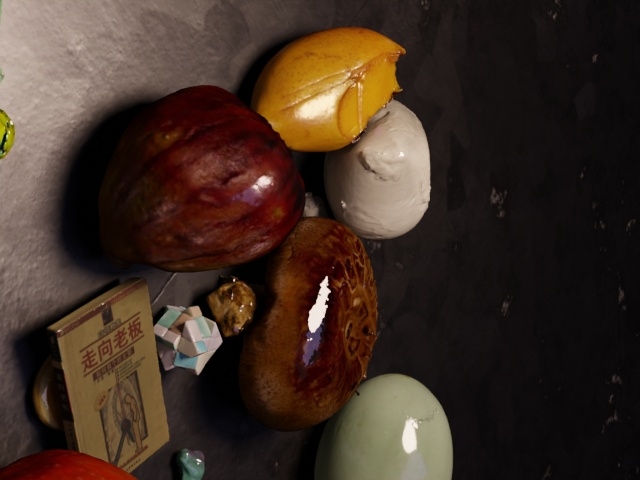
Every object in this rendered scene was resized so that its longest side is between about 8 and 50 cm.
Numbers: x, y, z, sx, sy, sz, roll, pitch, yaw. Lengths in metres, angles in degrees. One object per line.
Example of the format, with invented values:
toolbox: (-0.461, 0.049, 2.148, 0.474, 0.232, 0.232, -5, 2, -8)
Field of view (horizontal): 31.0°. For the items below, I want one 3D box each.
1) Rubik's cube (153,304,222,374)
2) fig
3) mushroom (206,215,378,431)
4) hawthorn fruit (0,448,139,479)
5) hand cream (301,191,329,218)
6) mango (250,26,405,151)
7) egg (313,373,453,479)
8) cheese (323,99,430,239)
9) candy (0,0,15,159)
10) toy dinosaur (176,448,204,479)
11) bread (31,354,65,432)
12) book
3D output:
Rubik's cube: (-0.172, 0.123, 1.451, 0.073, 0.075, 0.084, 81, 22, -48)
fig: (-0.137, -0.066, 1.364, 0.263, 0.224, 0.224, -30, 118, -37)
mushroom: (-0.020, 0.113, 1.564, 0.278, 0.163, 0.297, 24, 73, -50)
hawthorn fruit: (-0.300, 0.344, 1.211, 0.330, 0.287, 0.287, 44, 52, 5)
hand cream: (0.000, 0.000, 1.684, 0.057, 0.037, 0.165, -45, 135, -37)
mango: (0.001, -0.204, 1.572, 0.252, 0.126, 0.153, -33, 110, -35)
egg: (0.093, 0.337, 1.704, 0.203, 0.203, 0.282, 17, 87, -50)
cheese: (0.081, -0.093, 1.650, 0.198, 0.154, 0.189, -92, 172, -60)
candy: (-0.350, -0.178, 1.226, 0.062, 0.058, 0.193, 104, -11, -83)
toy dinosaur: (-0.180, 0.511, 1.502, 0.331, 0.129, 0.383, -53, 134, -43)
bread: (-0.293, 0.174, 1.357, 0.110, 0.024, 0.110, -6, 98, -51)
book: (-0.248, 0.177, 1.377, 0.161, 0.026, 0.230, -36, 127, -53)
